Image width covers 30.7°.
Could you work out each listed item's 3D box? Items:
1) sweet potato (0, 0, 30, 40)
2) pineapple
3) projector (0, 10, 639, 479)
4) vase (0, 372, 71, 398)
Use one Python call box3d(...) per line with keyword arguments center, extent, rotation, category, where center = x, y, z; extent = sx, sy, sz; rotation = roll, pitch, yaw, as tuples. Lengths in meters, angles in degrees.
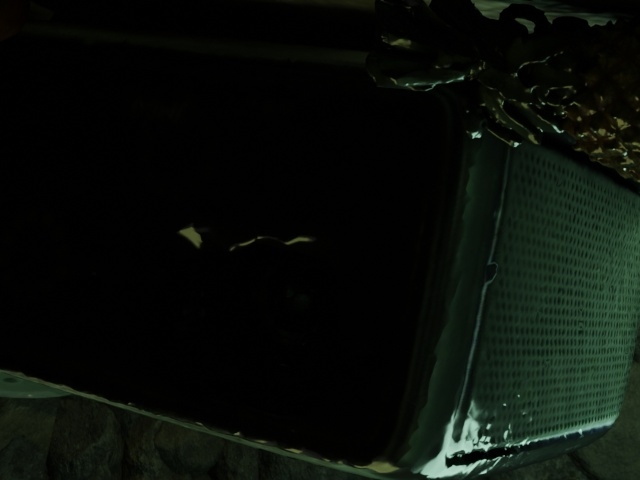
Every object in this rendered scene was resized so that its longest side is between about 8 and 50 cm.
box3d(center=(-0.178, -0.133, 0.580), extent=(0.057, 0.057, 0.264), rotation=(12, 179, -8), category="sweet potato")
box3d(center=(0.098, -0.070, 0.492), extent=(0.159, 0.074, 0.074), rotation=(17, 180, 9), category="pineapple")
box3d(center=(0.000, 0.000, 0.815), extent=(0.395, 0.242, 0.405), rotation=(9, 180, 29), category="projector")
box3d(center=(-0.290, 0.000, 1.170), extent=(0.245, 0.291, 0.245), rotation=(-1, 158, 0), category="vase")
